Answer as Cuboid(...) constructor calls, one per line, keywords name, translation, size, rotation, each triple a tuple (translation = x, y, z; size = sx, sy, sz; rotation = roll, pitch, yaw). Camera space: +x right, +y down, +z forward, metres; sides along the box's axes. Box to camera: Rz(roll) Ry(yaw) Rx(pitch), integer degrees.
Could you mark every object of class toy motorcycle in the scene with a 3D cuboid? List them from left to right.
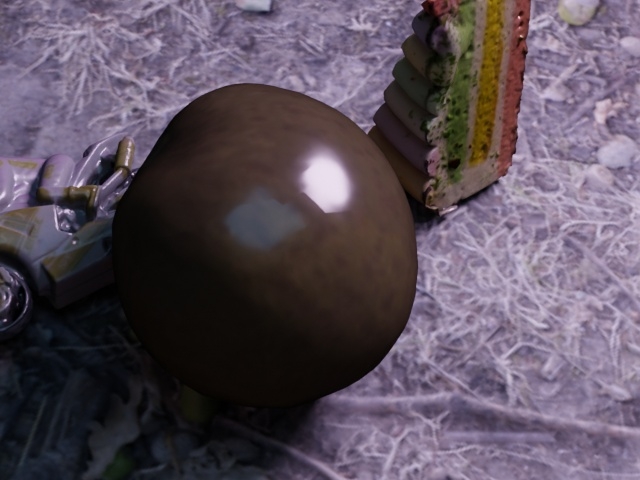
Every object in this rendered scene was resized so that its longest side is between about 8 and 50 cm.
Cuboid(name="toy motorcycle", translation=(-0.221, -0.016, 1.497), size=(0.225, 0.073, 0.152), rotation=(-35, 65, -29))

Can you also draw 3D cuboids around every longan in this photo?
Cuboid(name="longan", translation=(-0.044, 0.001, 1.422), size=(0.248, 0.248, 0.248), rotation=(5, 54, -7))

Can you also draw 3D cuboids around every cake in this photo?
Cuboid(name="cake", translation=(0.103, -0.139, 1.555), size=(0.109, 0.225, 0.090), rotation=(-25, 48, -28))
